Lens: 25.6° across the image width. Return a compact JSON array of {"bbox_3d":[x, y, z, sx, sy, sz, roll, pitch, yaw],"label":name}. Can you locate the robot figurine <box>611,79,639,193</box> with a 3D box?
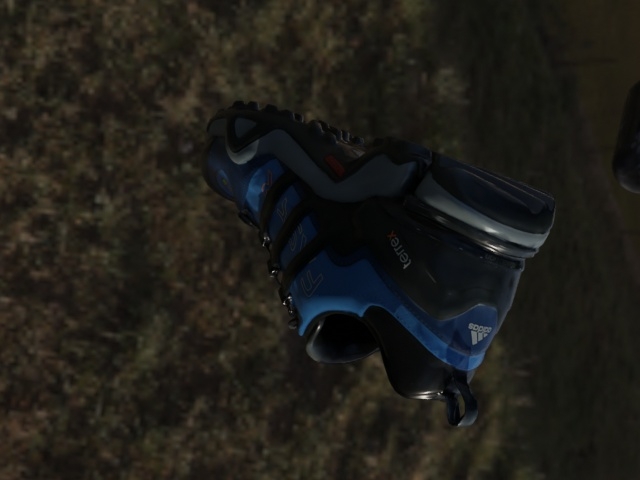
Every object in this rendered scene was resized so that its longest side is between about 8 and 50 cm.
[{"bbox_3d":[0.312,-0.030,0.903,0.209,0.174,0.278,49,36,-23],"label":"robot figurine"}]

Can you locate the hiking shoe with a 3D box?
[{"bbox_3d":[0.000,0.000,0.813,0.113,0.304,0.132,18,91,-30],"label":"hiking shoe"}]
